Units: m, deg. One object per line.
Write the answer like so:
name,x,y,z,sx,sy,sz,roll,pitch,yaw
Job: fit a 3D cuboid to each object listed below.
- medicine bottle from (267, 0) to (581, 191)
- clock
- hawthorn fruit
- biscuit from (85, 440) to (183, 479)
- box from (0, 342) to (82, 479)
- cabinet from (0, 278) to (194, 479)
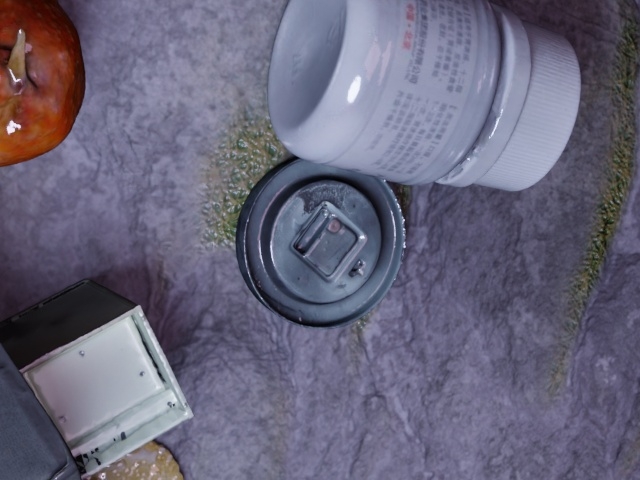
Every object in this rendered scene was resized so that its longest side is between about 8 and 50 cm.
medicine bottle,0.118,-0.183,1.457,0.306,0.245,0.245,13,90,-26
clock,0.000,0.000,1.534,0.215,0.042,0.214,-3,97,-24
hawthorn fruit,-0.326,-0.171,1.246,0.211,0.262,0.210,-3,98,-21
biscuit,-0.254,0.318,1.459,0.220,0.033,0.219,-3,97,-26
box,-0.356,0.233,1.190,0.205,0.345,0.251,-29,64,-20
cabinet,-0.252,0.149,1.344,0.145,0.206,0.150,-28,106,-20
